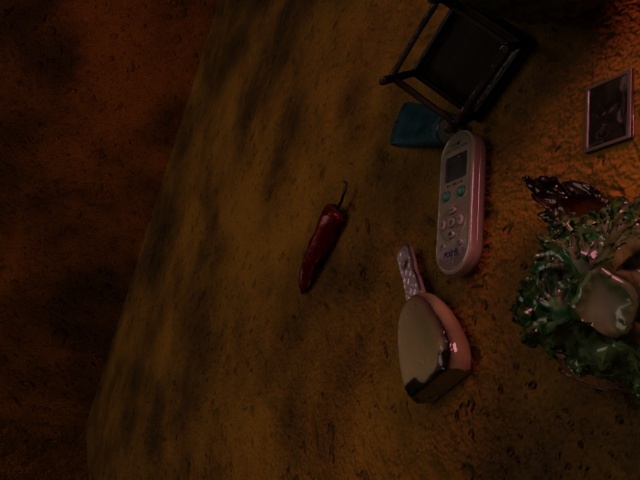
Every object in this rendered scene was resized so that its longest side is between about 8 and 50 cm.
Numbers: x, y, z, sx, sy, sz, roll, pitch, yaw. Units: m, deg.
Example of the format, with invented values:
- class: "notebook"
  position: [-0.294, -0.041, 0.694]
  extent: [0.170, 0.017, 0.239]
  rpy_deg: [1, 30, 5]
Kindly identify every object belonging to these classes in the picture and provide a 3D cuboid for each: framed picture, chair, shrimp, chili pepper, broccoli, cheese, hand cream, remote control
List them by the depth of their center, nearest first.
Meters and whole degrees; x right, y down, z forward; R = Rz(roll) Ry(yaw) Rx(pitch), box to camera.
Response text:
- class: "broccoli"
  position: [0.251, 0.058, 0.553]
  extent: [0.219, 0.194, 0.194]
  rpy_deg: [58, 134, 21]
- class: "shrimp"
  position: [0.291, 0.048, 0.713]
  extent: [0.289, 0.075, 0.178]
  rpy_deg: [52, 123, 41]
- class: "framed picture"
  position: [0.341, -0.152, 0.779]
  extent: [0.066, 0.007, 0.089]
  rpy_deg: [-19, 60, 60]
- class: "remote control"
  position: [0.207, -0.055, 0.958]
  extent: [0.078, 0.042, 0.221]
  rpy_deg: [-24, 55, 59]
- class: "chair"
  position: [0.212, -0.267, 0.964]
  extent: [0.260, 0.141, 0.154]
  rpy_deg: [-34, -20, -56]
- class: "cheese"
  position: [0.148, 0.107, 0.977]
  extent: [0.127, 0.054, 0.251]
  rpy_deg: [-52, 33, 40]
- class: "hand cream"
  position: [0.174, -0.189, 1.103]
  extent: [0.224, 0.048, 0.083]
  rpy_deg: [-141, 68, -69]
- class: "chili pepper"
  position: [0.000, 0.000, 1.333]
  extent: [0.059, 0.050, 0.268]
  rpy_deg: [47, 121, 42]

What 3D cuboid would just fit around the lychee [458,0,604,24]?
- class: "lychee"
  position: [0.249, -0.404, 0.806]
  extent: [0.270, 0.270, 0.320]
  rpy_deg: [-27, 66, 57]
